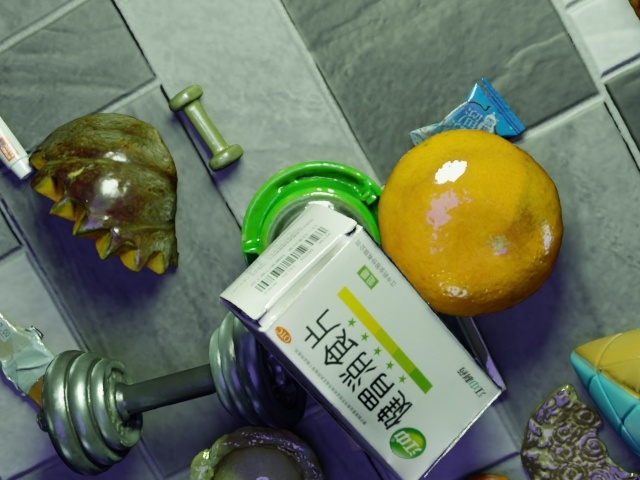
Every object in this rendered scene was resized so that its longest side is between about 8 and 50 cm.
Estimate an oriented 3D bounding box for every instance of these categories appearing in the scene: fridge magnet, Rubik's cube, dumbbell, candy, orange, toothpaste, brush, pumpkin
[{"bbox_3d":[0.000,0.000,1.658,0.208,0.088,0.208,0,105,2],"label":"fridge magnet"},{"bbox_3d":[0.423,0.221,1.629,0.255,0.254,0.254,2,102,10],"label":"Rubik's cube"},{"bbox_3d":[-0.195,0.197,1.703,0.406,0.179,0.179,-16,98,16],"label":"dumbbell"},{"bbox_3d":[-0.152,-0.149,1.695,0.046,0.052,0.118,-30,95,43],"label":"dumbbell"},{"bbox_3d":[0.185,-0.139,1.648,0.136,0.038,0.088,-36,107,22],"label":"candy"},{"bbox_3d":[0.185,-0.024,1.594,0.240,0.171,0.240,-2,108,-5],"label":"orange"},{"bbox_3d":[-0.469,-0.176,1.758,0.052,0.033,0.218,-38,89,11],"label":"toothpaste"},{"bbox_3d":[-0.472,0.112,1.820,0.085,0.020,0.336,-41,92,15],"label":"brush"},{"bbox_3d":[-0.270,-0.077,1.691,0.254,0.130,0.149,39,105,2],"label":"pumpkin"}]

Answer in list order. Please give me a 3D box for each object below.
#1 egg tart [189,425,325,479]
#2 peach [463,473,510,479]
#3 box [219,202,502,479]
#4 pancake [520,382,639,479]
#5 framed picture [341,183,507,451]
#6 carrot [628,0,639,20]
[{"bbox_3d":[-0.083,0.339,1.770,0.197,0.078,0.197,2,102,7],"label":"egg tart"},{"bbox_3d":[0.223,0.365,1.715,0.101,0.101,0.100,2,102,10],"label":"peach"},{"bbox_3d":[0.048,0.125,1.561,0.173,0.145,0.333,-46,118,-10],"label":"box"},{"bbox_3d":[0.361,0.281,1.710,0.184,0.020,0.190,-6,101,12],"label":"pancake"},{"bbox_3d":[0.079,0.103,1.723,0.241,0.020,0.324,-23,97,14],"label":"framed picture"},{"bbox_3d":[0.422,-0.302,1.535,0.114,0.114,0.301,-27,96,14],"label":"carrot"}]
